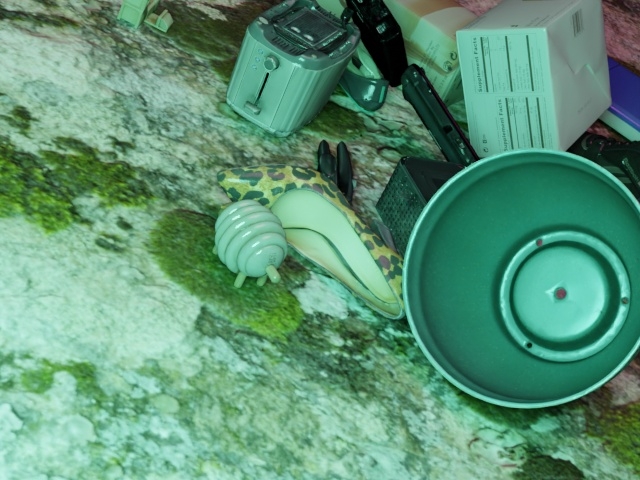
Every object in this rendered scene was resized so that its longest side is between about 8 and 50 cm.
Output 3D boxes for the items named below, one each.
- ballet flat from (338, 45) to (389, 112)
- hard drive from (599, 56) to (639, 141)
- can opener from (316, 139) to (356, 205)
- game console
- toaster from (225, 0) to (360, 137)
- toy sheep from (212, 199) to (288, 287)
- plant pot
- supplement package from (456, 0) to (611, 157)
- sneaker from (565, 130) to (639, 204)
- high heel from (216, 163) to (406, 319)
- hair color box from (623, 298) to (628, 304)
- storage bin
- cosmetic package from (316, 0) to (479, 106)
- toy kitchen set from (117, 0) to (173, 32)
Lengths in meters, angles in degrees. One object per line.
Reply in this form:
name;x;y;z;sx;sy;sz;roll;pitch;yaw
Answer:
ballet flat;0.034;-0.279;1.968;0.074;0.074;0.203;-13;50;-45
hard drive;0.606;-0.216;2.315;0.319;0.040;0.210;39;34;18
can opener;0.021;-0.091;1.709;0.059;0.073;0.186;16;24;-3
game console;0.139;-0.226;1.883;0.361;0.044;0.213;59;1;13
toaster;-0.039;-0.245;1.796;0.129;0.146;0.227;33;33;7
toy sheep;-0.080;0.003;1.473;0.091;0.091;0.132;-7;46;-41
plant pot;0.267;0.056;1.510;0.293;0.293;0.196;44;9;24
supplement package;0.338;-0.266;1.993;0.145;0.204;0.262;2;24;30
sneaker;0.492;-0.126;2.030;0.283;0.124;0.107;42;35;22
high heel;0.000;0.000;1.524;0.261;0.093;0.186;23;25;-23
hair color box;0.408;0.045;1.689;0.093;0.167;0.053;30;33;4
storage bin;0.166;-0.022;1.689;0.122;0.084;0.180;6;39;-30
cosmetic package;0.129;-0.353;2.083;0.296;0.129;0.153;37;35;15
toy kitchen set;-0.241;-0.352;1.866;0.068;0.075;0.083;28;37;-1
